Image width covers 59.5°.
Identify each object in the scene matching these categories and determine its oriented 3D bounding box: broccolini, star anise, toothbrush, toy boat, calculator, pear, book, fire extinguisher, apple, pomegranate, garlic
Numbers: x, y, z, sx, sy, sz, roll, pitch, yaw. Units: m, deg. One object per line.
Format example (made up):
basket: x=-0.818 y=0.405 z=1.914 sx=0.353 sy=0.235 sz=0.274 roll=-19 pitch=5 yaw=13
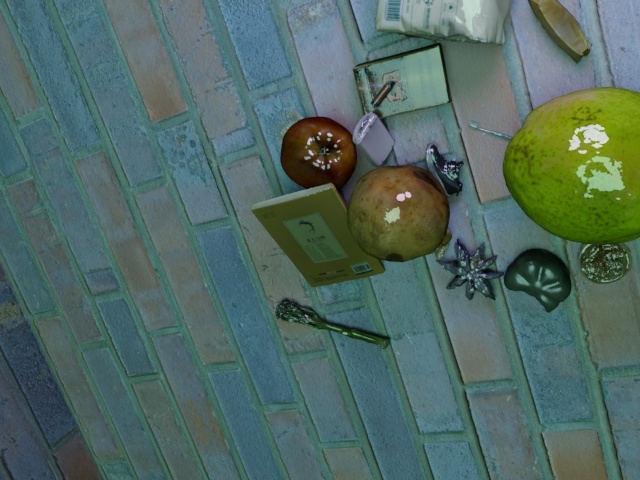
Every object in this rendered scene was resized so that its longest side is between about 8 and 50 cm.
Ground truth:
broccolini: x=0.032 y=0.279 z=1.832 sx=0.393 sy=0.074 sz=0.078 roll=14 pitch=120 yaw=18
star anise: x=0.431 y=0.092 z=1.621 sx=0.181 sy=0.061 sz=0.204 roll=-9 pitch=105 yaw=24
toothbrush: x=0.478 y=-0.286 z=1.497 sx=0.167 sy=0.011 sz=0.014 roll=22 pitch=109 yaw=13
toy boat: x=0.573 y=-0.513 z=1.346 sx=0.064 sy=0.072 sz=0.206 roll=-41 pitch=102 yaw=12
calculator: x=0.149 y=-0.275 z=1.547 sx=0.032 sy=0.175 sz=0.100 roll=28 pitch=82 yaw=39
pear: x=0.617 y=-0.172 z=1.291 sx=0.392 sy=0.391 sz=0.390 roll=7 pitch=111 yaw=19
book: x=0.000 y=0.000 z=1.671 sx=0.269 sy=0.032 sz=0.388 roll=-12 pitch=134 yaw=24
fire extinguisher: x=0.168 y=-0.392 z=1.492 sx=0.083 sy=0.023 sz=0.028 roll=-49 pitch=51 yaw=27
apple: x=-0.005 y=-0.244 z=1.577 sx=0.234 sy=0.234 sz=0.233 roll=7 pitch=111 yaw=19
pomegranate: x=0.204 y=-0.072 z=1.494 sx=0.282 sy=0.281 sz=0.280 roll=7 pitch=111 yaw=19
garlic: x=0.326 y=-0.006 z=1.620 sx=0.094 sy=0.074 sz=0.113 roll=26 pitch=126 yaw=-21

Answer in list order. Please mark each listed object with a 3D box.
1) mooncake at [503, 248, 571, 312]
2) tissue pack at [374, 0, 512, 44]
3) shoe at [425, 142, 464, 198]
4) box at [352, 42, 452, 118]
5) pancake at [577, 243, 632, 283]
mooncake: x=0.598 y=0.114 z=1.545 sx=0.175 sy=0.104 sz=0.168 roll=2 pitch=115 yaw=24
tissue pack: x=0.306 y=-0.661 z=1.300 sx=0.297 sy=0.207 sz=0.379 roll=21 pitch=115 yaw=30
shoe: x=0.352 y=-0.198 z=1.547 sx=0.100 sy=0.071 sz=0.168 roll=-17 pitch=105 yaw=22
box: x=0.221 y=-0.424 z=1.515 sx=0.240 sy=0.071 sz=0.159 roll=-8 pitch=108 yaw=22
pancake: x=0.762 y=0.054 z=1.502 sx=0.140 sy=0.022 sz=0.139 roll=7 pitch=111 yaw=18
